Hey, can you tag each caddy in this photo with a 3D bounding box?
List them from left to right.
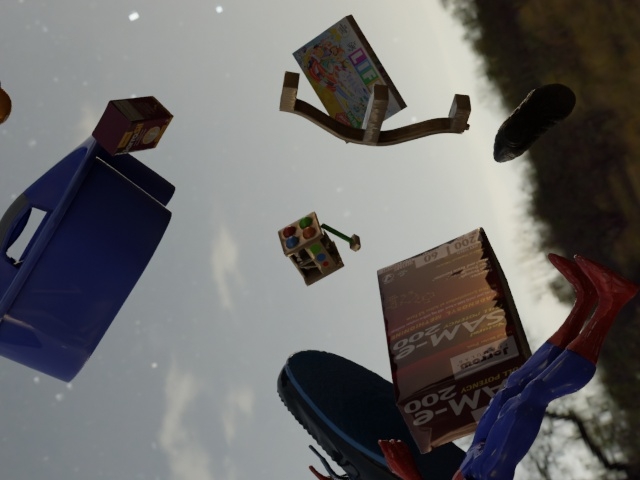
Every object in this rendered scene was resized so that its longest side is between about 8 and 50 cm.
[{"bbox_3d":[-0.334,0.014,1.401,0.179,0.341,0.241,30,-166,-14],"label":"caddy"}]

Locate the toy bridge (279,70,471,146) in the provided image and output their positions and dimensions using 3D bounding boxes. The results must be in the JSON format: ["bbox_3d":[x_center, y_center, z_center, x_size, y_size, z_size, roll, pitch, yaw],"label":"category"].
[{"bbox_3d":[0.053,-0.120,1.037,0.063,0.188,0.026,104,170,-46],"label":"toy bridge"}]

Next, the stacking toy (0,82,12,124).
[{"bbox_3d":[-0.502,-0.213,1.411,0.302,0.175,0.166,29,-169,35],"label":"stacking toy"}]

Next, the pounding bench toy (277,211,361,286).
[{"bbox_3d":[0.000,0.000,1.285,0.065,0.083,0.052,57,-172,-35],"label":"pounding bench toy"}]

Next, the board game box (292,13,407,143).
[{"bbox_3d":[0.041,-0.230,1.537,0.154,0.103,0.026,58,-149,-3],"label":"board game box"}]

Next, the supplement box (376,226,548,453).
[{"bbox_3d":[0.135,0.093,1.080,0.239,0.130,0.073,-94,-22,-60],"label":"supplement box"}]

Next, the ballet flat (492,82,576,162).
[{"bbox_3d":[0.285,-0.163,1.445,0.057,0.173,0.049,47,146,10],"label":"ballet flat"}]

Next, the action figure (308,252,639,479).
[{"bbox_3d":[0.084,0.126,0.717,0.139,0.280,0.091,25,178,-3],"label":"action figure"}]

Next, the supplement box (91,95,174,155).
[{"bbox_3d":[-0.227,-0.140,1.301,0.043,0.055,0.083,45,-150,15],"label":"supplement box"}]

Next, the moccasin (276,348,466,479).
[{"bbox_3d":[0.073,0.252,1.130,0.342,0.117,0.138,40,-144,28],"label":"moccasin"}]
